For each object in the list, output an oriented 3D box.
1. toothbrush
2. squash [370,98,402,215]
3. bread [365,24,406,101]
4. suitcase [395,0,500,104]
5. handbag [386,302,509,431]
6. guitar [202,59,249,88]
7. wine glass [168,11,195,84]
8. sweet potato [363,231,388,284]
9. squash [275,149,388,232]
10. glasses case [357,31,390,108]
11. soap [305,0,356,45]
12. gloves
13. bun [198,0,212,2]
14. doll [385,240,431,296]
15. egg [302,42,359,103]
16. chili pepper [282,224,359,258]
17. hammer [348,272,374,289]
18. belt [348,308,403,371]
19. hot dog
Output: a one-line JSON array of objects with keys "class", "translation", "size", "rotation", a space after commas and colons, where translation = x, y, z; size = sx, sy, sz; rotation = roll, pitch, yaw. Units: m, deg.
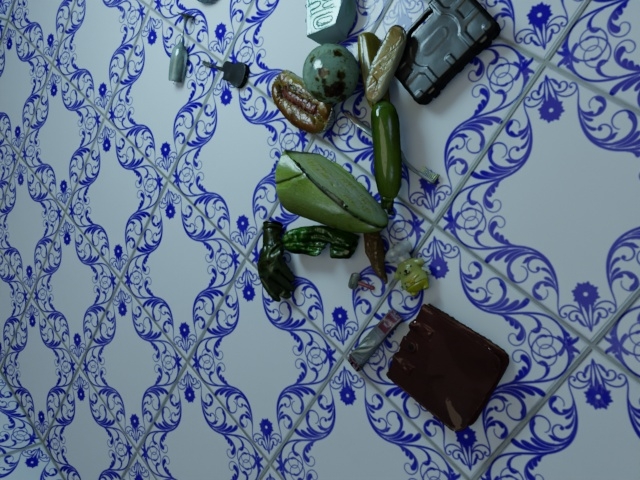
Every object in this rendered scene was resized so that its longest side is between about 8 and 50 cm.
[{"class": "toothbrush", "translation": [0.197, -0.277, 1.616], "size": [0.375, 0.028, 0.037], "rotation": [42, 106, 26]}, {"class": "squash", "translation": [0.188, -0.232, 1.557], "size": [0.087, 0.087, 0.332], "rotation": [0, 96, 34]}, {"class": "bread", "translation": [0.181, -0.488, 1.533], "size": [0.073, 0.053, 0.214], "rotation": [26, 102, 19]}, {"class": "suitcase", "translation": [0.322, -0.536, 1.510], "size": [0.285, 0.066, 0.206], "rotation": [-43, 68, 26]}, {"class": "handbag", "translation": [0.336, 0.342, 1.498], "size": [0.275, 0.084, 0.260], "rotation": [35, 111, 29]}, {"class": "guitar", "translation": [-0.347, -0.612, 1.980], "size": [0.233, 0.025, 0.088], "rotation": [27, 106, 30]}, {"class": "wine glass", "translation": [-0.527, -0.719, 2.079], "size": [0.074, 0.074, 0.262], "rotation": [19, 102, 32]}, {"class": "sweet potato", "translation": [0.161, 0.030, 1.620], "size": [0.060, 0.068, 0.206], "rotation": [-13, 82, -9]}, {"class": "squash", "translation": [0.055, -0.136, 1.588], "size": [0.309, 0.233, 0.210], "rotation": [14, 100, 35]}, {"class": "glasses case", "translation": [0.156, -0.494, 1.613], "size": [0.064, 0.079, 0.234], "rotation": [-14, 82, 43]}, {"class": "soap", "translation": [0.027, -0.728, 1.693], "size": [0.145, 0.091, 0.231], "rotation": [-7, 85, 34]}, {"class": "gloves", "translation": [-0.154, 0.068, 1.813], "size": [0.135, 0.107, 0.268], "rotation": [-20, 80, 64]}, {"class": "bun", "translation": [-0.420, -0.932, 1.995], "size": [0.140, 0.083, 0.141], "rotation": [3, 94, 34]}, {"class": "doll", "translation": [0.245, 0.076, 1.565], "size": [0.106, 0.062, 0.162], "rotation": [-36, 70, 24]}, {"class": "egg", "translation": [0.028, -0.497, 1.635], "size": [0.169, 0.169, 0.231], "rotation": [-52, 26, 22]}, {"class": "chili pepper", "translation": [0.000, 0.002, 1.720], "size": [0.253, 0.083, 0.099], "rotation": [5, 94, 29]}, {"class": "hammer", "translation": [0.125, 0.131, 1.668], "size": [0.083, 0.031, 0.053], "rotation": [20, 104, 21]}, {"class": "belt", "translation": [0.154, 0.294, 1.621], "size": [0.053, 0.071, 0.232], "rotation": [43, 113, 18]}, {"class": "hot dog", "translation": [-0.060, -0.436, 1.760], "size": [0.268, 0.075, 0.144], "rotation": [41, 109, 24]}]
